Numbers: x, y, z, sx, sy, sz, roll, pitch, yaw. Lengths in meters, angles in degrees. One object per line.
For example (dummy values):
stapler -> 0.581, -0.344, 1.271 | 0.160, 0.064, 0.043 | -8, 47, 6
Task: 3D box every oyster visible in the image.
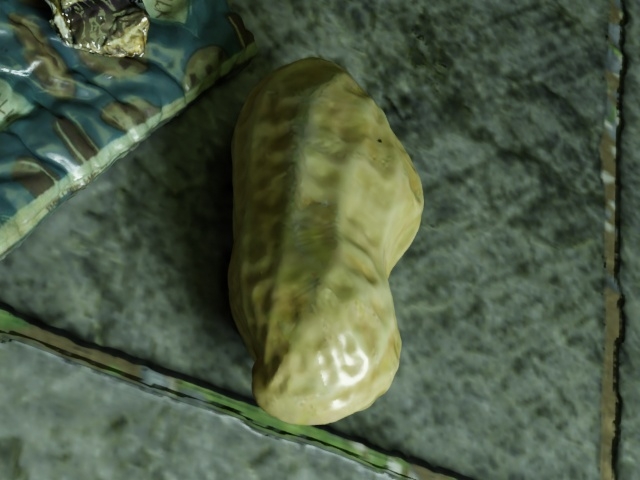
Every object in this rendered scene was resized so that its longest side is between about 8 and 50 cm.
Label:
oyster -> -0.109, -0.119, 0.756 | 0.054, 0.019, 0.083 | -29, 81, -41

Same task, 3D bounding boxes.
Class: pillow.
pillow -> -0.158, -0.101, 0.751 | 0.189, 0.034, 0.255 | 44, 50, 1

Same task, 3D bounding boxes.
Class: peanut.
peanut -> 0.001, 0.000, 0.752 | 0.093, 0.083, 0.194 | 13, 55, -25
